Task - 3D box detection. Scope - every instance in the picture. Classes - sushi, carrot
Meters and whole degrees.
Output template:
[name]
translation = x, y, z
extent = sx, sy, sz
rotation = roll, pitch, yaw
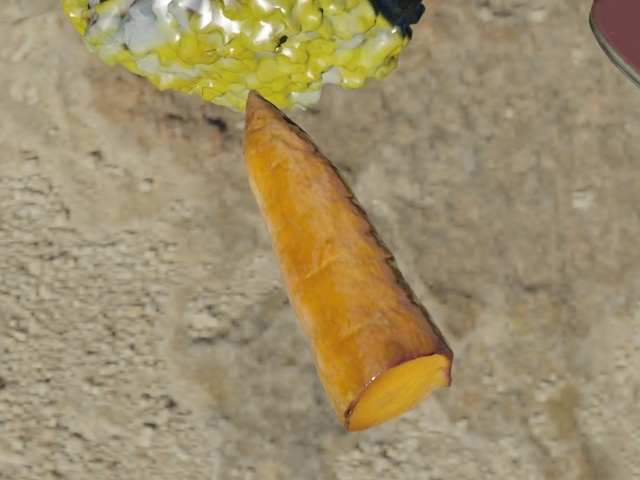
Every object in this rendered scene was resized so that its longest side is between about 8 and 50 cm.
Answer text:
[sushi]
translation = -0.065, -0.316, 1.376
extent = 0.240, 0.351, 0.397
rotation = 15, 90, -40
[carrot]
translation = 0.000, 0.000, 0.839
extent = 0.072, 0.072, 0.205
rotation = -9, 63, -40

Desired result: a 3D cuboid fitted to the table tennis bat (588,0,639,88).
[table tennis bat]
translation = 0.229, -0.159, 1.014
extent = 0.138, 0.246, 0.022
rotation = -27, 150, -25
